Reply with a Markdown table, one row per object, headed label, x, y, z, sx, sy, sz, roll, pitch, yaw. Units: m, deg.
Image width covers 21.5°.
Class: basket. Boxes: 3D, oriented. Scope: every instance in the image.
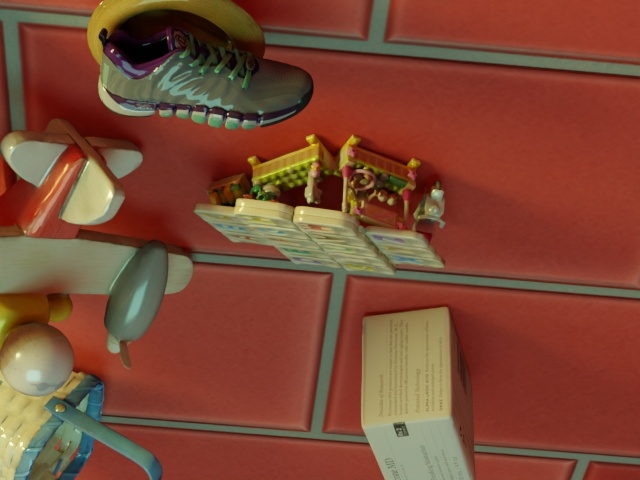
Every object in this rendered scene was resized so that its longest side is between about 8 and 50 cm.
| label | x | y | z | sx | sy | sz | roll | pitch | yaw |
| --- | --- | --- | --- | --- | --- | --- | --- | --- | --- |
| basket | -0.354 | 0.297 | 2.325 | 0.289 | 0.201 | 0.254 | 35 | 141 | 10 |

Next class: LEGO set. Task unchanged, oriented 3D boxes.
| label | x | y | z | sx | sy | sz | roll | pitch | yaw |
| --- | --- | --- | --- | --- | --- | --- | --- | --- | --- |
| LEGO set | 0.007 | -0.044 | 1.980 | 0.287 | 0.107 | 0.132 | 5 | 141 | -3 |

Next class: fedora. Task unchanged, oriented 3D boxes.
| label | x | y | z | sx | sy | sz | roll | pitch | yaw |
| --- | --- | --- | --- | --- | --- | --- | --- | --- | --- |
| fedora | -0.152 | -0.230 | 1.782 | 0.194 | 0.079 | 0.194 | -3 | 148 | -2 |

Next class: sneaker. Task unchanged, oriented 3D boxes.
| label | x | y | z | sx | sy | sz | roll | pitch | yaw |
| --- | --- | --- | --- | --- | --- | --- | --- | --- | --- |
| sneaker | -0.117 | -0.173 | 1.727 | 0.224 | 0.083 | 0.098 | 0 | 142 | -3 |

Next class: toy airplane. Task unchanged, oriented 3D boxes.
| label | x | y | z | sx | sy | sz | roll | pitch | yaw |
| --- | --- | --- | --- | --- | --- | --- | --- | --- | --- |
| toy airplane | -0.341 | 0.045 | 1.973 | 0.386 | 0.272 | 0.384 | -19 | 157 | -7 |

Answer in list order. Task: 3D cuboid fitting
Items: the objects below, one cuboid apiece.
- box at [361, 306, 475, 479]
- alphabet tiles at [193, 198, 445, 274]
| label | x | y | z | sx | sy | sz | roll | pitch | yaw |
| --- | --- | --- | --- | --- | --- | --- | --- | --- | --- |
| box | 0.130 | 0.213 | 2.231 | 0.119 | 0.181 | 0.181 | -8 | 140 | 12 |
| alphabet tiles | 0.000 | 0.000 | 1.989 | 0.278 | 0.021 | 0.284 | 8 | 170 | 15 |
